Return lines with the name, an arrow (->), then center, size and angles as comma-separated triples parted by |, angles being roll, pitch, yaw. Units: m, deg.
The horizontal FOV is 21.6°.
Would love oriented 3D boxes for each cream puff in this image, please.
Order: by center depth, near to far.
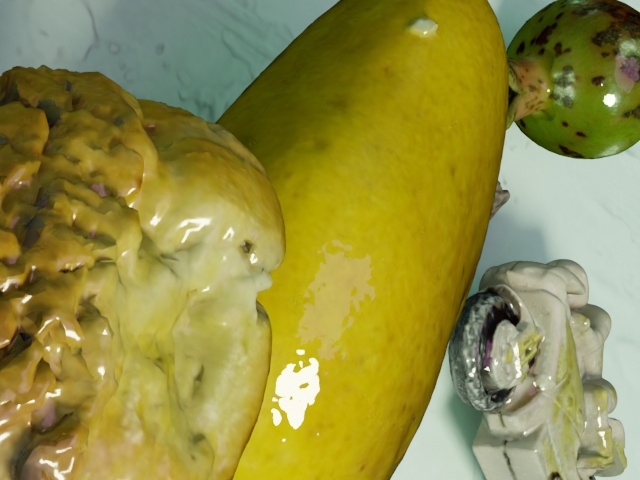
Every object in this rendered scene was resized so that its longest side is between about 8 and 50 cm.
cream puff -> -0.185, 0.044, 0.887 | 0.343, 0.327, 0.231 | -45, 129, -2

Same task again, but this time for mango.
mango -> 0.000, 0.000, 1.143 | 0.301, 0.220, 0.445 | 75, 36, -68

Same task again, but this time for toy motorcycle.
toy motorcycle -> 0.197, 0.128, 1.461 | 0.341, 0.107, 0.223 | 62, 39, -39

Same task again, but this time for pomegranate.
pomegranate -> 0.210, -0.151, 1.466 | 0.220, 0.156, 0.156 | 15, 78, -35

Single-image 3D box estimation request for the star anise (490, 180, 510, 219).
star anise -> 0.083, -0.037, 1.376 | 0.197, 0.073, 0.212 | 50, 53, -37
